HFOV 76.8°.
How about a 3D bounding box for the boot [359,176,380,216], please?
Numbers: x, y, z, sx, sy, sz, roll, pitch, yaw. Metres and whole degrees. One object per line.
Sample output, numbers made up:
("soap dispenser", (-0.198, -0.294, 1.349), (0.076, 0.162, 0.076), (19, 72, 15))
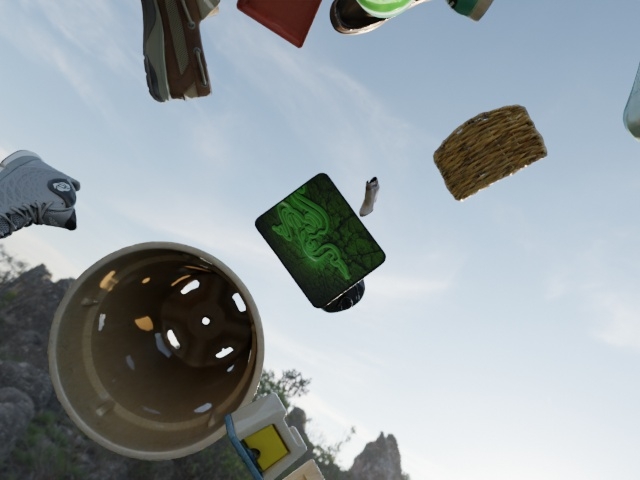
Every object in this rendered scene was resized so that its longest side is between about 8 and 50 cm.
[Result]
("boot", (0.146, -0.137, 1.224), (0.042, 0.118, 0.087), (13, -48, 24))

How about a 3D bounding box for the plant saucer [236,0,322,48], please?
("plant saucer", (-0.104, -0.778, 1.241), (0.258, 0.048, 0.259), (34, -59, 4))

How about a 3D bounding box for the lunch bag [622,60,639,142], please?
("lunch bag", (0.511, -0.218, 0.459), (0.224, 0.279, 0.108), (23, -9, 12))

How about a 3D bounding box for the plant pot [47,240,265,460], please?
("plant pot", (-0.252, 0.175, 0.771), (0.333, 0.334, 0.305), (36, -3, 1))

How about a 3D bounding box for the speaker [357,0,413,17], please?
("speaker", (0.085, -0.426, 0.541), (0.131, 0.131, 0.296), (32, 8, 8))

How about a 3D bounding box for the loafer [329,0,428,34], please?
("loafer", (0.192, -0.677, 1.083), (0.365, 0.130, 0.134), (-20, -74, 14))

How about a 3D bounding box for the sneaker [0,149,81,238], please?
("sneaker", (-0.426, -0.034, 0.570), (0.132, 0.229, 0.086), (26, -45, -11))

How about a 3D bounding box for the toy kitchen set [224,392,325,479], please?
("toy kitchen set", (-0.037, 0.288, 0.396), (0.207, 0.122, 0.166), (22, -41, 65))

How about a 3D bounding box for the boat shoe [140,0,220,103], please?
("boat shoe", (-0.212, -0.373, 0.611), (0.116, 0.123, 0.325), (-2, -52, -16))

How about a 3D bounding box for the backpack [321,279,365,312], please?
("backpack", (0.033, 0.099, 1.120), (0.144, 0.165, 0.189), (-2, -73, 71))

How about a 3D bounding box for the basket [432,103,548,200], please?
("basket", (0.520, -0.286, 1.286), (0.299, 0.223, 0.214), (-30, -90, 25))

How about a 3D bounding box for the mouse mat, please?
("mouse mat", (0.000, 0.000, 0.680), (0.190, 0.152, 0.007), (53, -1, 2))

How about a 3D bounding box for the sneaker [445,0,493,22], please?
("sneaker", (0.373, -0.650, 0.876), (0.121, 0.302, 0.108), (25, 13, -8))
